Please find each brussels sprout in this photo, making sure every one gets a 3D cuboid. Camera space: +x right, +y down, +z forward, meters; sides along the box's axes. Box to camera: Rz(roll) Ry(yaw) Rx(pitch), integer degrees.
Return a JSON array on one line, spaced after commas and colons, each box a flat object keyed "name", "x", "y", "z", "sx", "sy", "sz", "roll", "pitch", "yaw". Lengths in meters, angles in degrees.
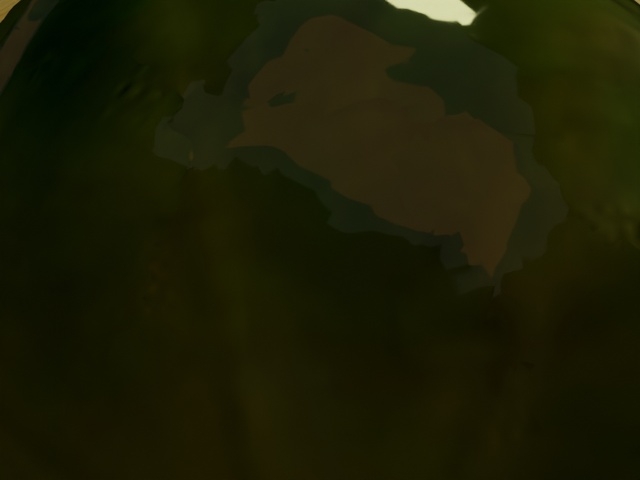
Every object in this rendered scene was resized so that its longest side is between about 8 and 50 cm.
[{"name": "brussels sprout", "x": 0.007, "y": 0.070, "z": 0.513, "sx": 0.342, "sy": 0.361, "sz": 0.425, "roll": -19, "pitch": 28, "yaw": -8}]
